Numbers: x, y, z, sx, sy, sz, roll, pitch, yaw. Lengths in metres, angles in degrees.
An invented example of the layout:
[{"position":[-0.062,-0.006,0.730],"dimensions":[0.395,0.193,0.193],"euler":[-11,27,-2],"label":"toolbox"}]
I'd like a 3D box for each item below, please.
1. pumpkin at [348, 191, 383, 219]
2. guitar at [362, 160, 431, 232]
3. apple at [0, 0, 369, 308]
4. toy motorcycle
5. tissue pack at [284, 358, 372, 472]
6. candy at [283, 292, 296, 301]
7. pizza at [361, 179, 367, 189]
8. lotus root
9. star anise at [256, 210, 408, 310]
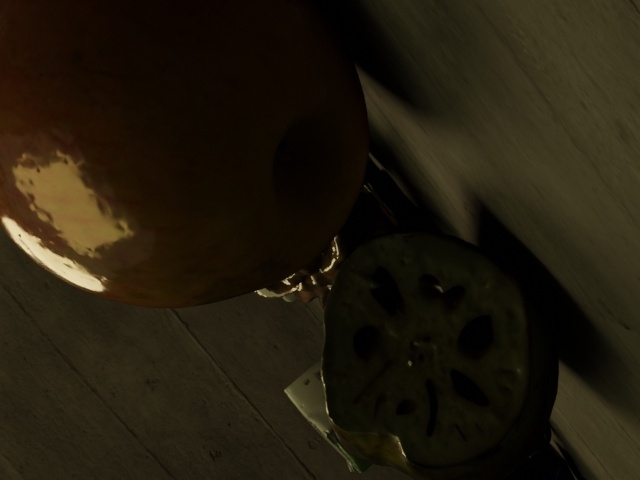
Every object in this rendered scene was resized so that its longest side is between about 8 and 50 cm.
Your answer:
[{"position":[0.042,-0.002,2.034],"dimensions":[0.119,0.107,0.183],"euler":[20,150,28],"label":"pumpkin"},{"position":[0.044,-0.083,1.915],"dimensions":[0.233,0.025,0.088],"euler":[52,173,-8],"label":"guitar"},{"position":[-0.133,-0.111,1.530],"dimensions":[0.364,0.364,0.364],"euler":[49,174,7],"label":"apple"},{"position":[0.268,0.350,2.260],"dimensions":[0.113,0.169,0.315],"euler":[43,170,40],"label":"toy motorcycle"},{"position":[0.098,0.196,2.258],"dimensions":[0.145,0.229,0.159],"euler":[52,173,-28],"label":"tissue pack"},{"position":[-0.095,-0.083,2.369],"dimensions":[0.208,0.145,0.358],"euler":[48,173,32],"label":"candy"},{"position":[-0.015,-0.129,1.827],"dimensions":[0.204,0.080,0.188],"euler":[41,178,-8],"label":"pizza"},{"position":[0.118,0.128,1.694],"dimensions":[0.250,0.250,0.346],"euler":[49,175,12],"label":"lotus root"},{"position":[-0.001,0.002,1.855],"dimensions":[0.349,0.109,0.292],"euler":[15,147,-13],"label":"star anise"}]
